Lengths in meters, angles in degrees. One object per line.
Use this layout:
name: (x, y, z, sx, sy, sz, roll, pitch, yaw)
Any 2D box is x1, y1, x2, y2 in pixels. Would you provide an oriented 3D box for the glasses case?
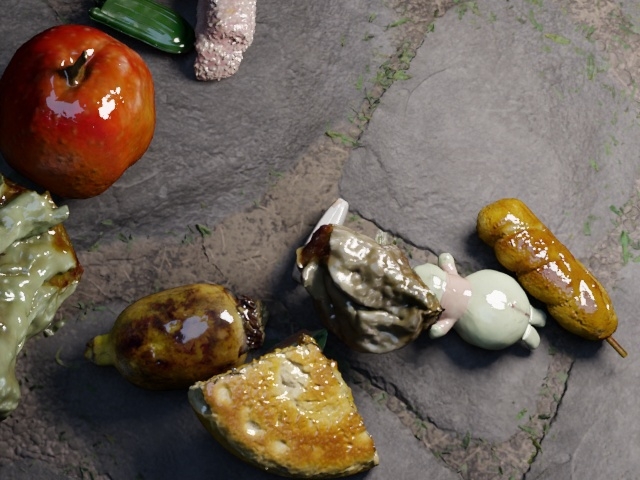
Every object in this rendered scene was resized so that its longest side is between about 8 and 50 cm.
glasses case: (0.000, 0.000, 1.767, 0.041, 0.063, 0.164, 29, 74, 5)

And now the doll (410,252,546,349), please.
doll: (0.248, 0.110, 1.714, 0.275, 0.113, 0.155, 15, 66, 3)

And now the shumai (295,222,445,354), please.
shumai: (0.050, 0.083, 1.642, 0.184, 0.185, 0.218, -58, 46, 19)

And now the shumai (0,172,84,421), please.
shumai: (-0.535, 0.060, 1.616, 0.397, 0.324, 0.323, 46, 62, 7)

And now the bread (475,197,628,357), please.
bread: (0.404, 0.061, 1.738, 0.124, 0.084, 0.344, -33, 75, -36)

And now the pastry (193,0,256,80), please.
pastry: (-0.172, -0.427, 1.876, 0.102, 0.112, 0.265, 9, 74, -18)

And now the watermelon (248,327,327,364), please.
watermelon: (-0.057, 0.209, 1.708, 0.155, 0.080, 0.101, -22, 109, -11)

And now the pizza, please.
pizza: (-0.043, 0.264, 1.639, 0.335, 0.086, 0.226, 21, 79, -13)

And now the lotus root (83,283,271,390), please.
lotus root: (-0.231, 0.160, 1.664, 0.314, 0.141, 0.169, -13, 77, -5)

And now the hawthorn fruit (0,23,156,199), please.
hawthorn fruit: (-0.401, -0.230, 1.691, 0.287, 0.330, 0.287, 5, 71, -14)

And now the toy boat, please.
toy boat: (-0.326, -0.408, 1.894, 0.210, 0.052, 0.104, 25, 53, 5)
